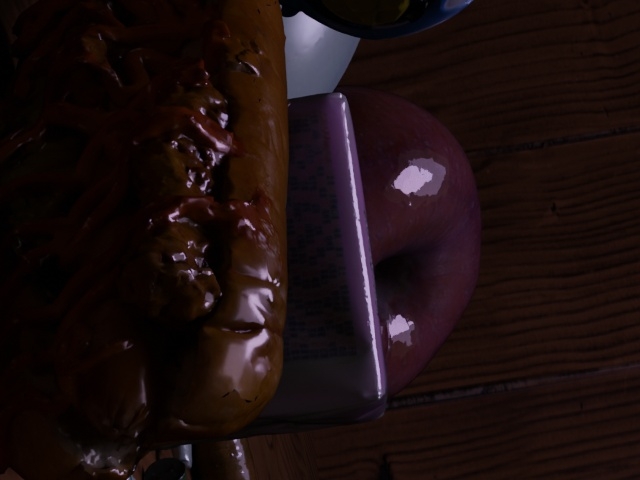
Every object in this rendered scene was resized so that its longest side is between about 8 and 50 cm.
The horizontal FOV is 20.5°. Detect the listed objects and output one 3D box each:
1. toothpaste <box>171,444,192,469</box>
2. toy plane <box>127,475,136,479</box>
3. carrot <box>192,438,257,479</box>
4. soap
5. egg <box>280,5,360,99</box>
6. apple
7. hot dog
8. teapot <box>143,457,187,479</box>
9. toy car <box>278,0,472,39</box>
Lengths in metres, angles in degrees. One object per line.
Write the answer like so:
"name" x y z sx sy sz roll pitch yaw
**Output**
"toothpaste" -0.115 0.086 1.348 0.048 0.029 0.197 78 0 -55
"toy plane" -0.091 0.190 0.918 0.174 0.080 0.174 -8 90 -86
"carrot" -0.067 0.250 1.492 0.070 0.070 0.342 -51 129 -87
"soap" -0.057 0.023 1.101 0.138 0.182 0.199 75 8 -75
"egg" -0.067 -0.219 1.273 0.230 0.229 0.371 77 15 -58
"apple" 0.000 0.000 1.544 0.235 0.305 0.306 32 -34 39
"hot dog" -0.097 -0.033 0.856 0.117 0.158 0.349 56 21 -36
"teapot" -0.096 0.197 1.245 0.043 0.042 0.111 -96 174 -51
"toy car" -0.033 -0.213 1.063 0.166 0.314 0.198 111 -7 -62
